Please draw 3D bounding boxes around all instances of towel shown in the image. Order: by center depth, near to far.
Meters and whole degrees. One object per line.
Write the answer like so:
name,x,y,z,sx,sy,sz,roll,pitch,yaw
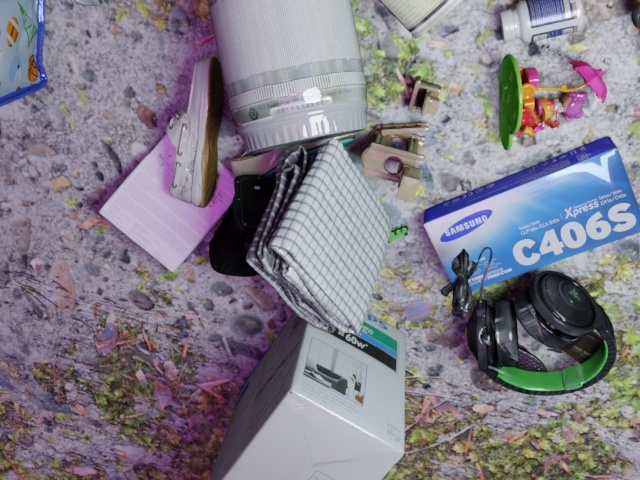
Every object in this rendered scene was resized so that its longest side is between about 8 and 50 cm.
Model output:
towel,0.000,0.000,1.187,0.121,0.235,0.284,4,150,35

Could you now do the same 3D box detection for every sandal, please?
sandal,0.474,0.165,1.331,0.219,0.060,0.090,32,126,-8
sandal,0.386,0.231,1.394,0.179,0.040,0.067,41,110,6

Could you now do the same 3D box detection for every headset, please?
headset,0.356,0.162,1.219,0.243,0.185,0.394,-29,118,32

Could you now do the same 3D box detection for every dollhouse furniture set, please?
dollhouse furniture set,0.131,-0.180,1.158,0.101,0.182,0.161,15,117,2

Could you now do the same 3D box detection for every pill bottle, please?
pill bottle,0.350,-0.354,1.104,0.120,0.067,0.067,-9,113,13

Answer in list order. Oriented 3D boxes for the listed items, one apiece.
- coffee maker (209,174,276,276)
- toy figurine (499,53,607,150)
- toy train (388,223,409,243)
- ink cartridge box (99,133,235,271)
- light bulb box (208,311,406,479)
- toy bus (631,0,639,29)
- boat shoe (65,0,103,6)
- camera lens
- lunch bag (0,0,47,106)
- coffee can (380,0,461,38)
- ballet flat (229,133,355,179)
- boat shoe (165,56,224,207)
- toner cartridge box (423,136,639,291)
coffee maker,-0.139,-0.006,1.263,0.120,0.171,0.178,26,142,-7
toy figurine,0.386,-0.230,1.144,0.159,0.130,0.173,-6,136,2
toy train,0.132,-0.007,1.331,0.083,0.017,0.024,-20,120,18
ink cartridge box,-0.285,-0.081,1.360,0.189,0.066,0.232,41,94,-10
light bulb box,-0.023,0.338,1.328,0.225,0.361,0.358,31,116,-7
toy bus,0.569,-0.297,1.040,0.130,0.108,0.333,-31,122,4
boat shoe,-0.385,-0.504,1.157,0.081,0.079,0.228,12,122,-4
camera lens,-0.048,-0.291,1.087,0.219,0.219,0.274,-10,96,14
lunch bag,-0.681,-0.316,1.117,0.327,0.385,0.239,10,116,4
coffee can,0.116,-0.467,1.014,0.275,0.201,0.201,44,114,-11
ballet flat,-0.059,-0.169,1.258,0.248,0.086,0.086,-23,109,20
boat shoe,-0.236,-0.196,1.254,0.096,0.098,0.277,12,110,7
toner cartridge box,0.377,-0.038,1.243,0.347,0.075,0.165,-23,108,19
